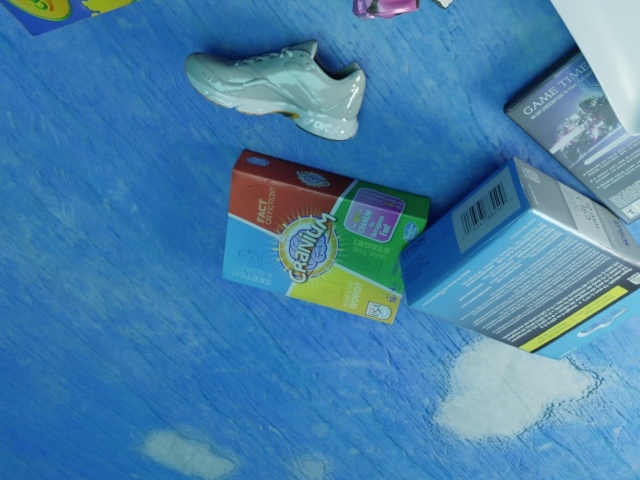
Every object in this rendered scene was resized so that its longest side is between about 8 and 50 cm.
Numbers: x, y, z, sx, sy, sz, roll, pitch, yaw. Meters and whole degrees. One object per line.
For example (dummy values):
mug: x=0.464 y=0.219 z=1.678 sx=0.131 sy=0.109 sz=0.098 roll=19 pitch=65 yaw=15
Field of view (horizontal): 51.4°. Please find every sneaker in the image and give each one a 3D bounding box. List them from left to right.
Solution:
sneaker: x=-0.058 y=-0.240 z=0.947 sx=0.262 sy=0.099 sz=0.121 roll=15 pitch=122 yaw=-6

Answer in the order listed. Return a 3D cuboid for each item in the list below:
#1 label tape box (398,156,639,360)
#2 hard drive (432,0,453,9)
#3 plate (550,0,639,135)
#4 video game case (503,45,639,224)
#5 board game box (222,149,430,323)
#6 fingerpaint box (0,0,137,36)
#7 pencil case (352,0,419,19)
label tape box: x=0.334 y=0.047 z=1.023 sx=0.347 sy=0.115 sz=0.249 roll=20 pitch=133 yaw=-29
hard drive: x=0.084 y=-0.419 z=0.655 sx=0.339 sy=0.064 sz=0.237 roll=21 pitch=117 yaw=-38
plate: x=0.421 y=-0.284 z=0.737 sx=0.278 sy=0.045 sz=0.277 roll=-26 pitch=119 yaw=32
video game case: x=0.416 y=-0.154 z=0.901 sx=0.274 sy=0.026 sz=0.196 roll=37 pitch=130 yaw=-17
board game box: x=0.000 y=0.000 z=1.123 sx=0.316 sy=0.064 sz=0.242 roll=15 pitch=129 yaw=4
fingerpaint box: x=-0.287 y=-0.460 z=0.672 sx=0.371 sy=0.163 sz=0.445 roll=-10 pitch=148 yaw=19
pencil case: x=0.068 y=-0.371 z=0.798 sx=0.095 sy=0.098 sz=0.209 roll=20 pitch=135 yaw=38
